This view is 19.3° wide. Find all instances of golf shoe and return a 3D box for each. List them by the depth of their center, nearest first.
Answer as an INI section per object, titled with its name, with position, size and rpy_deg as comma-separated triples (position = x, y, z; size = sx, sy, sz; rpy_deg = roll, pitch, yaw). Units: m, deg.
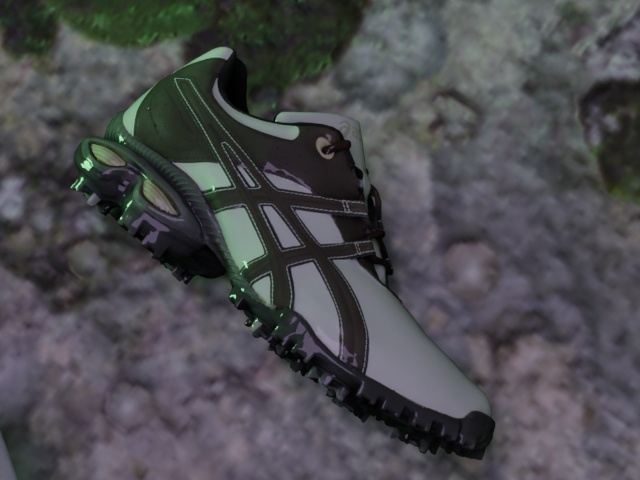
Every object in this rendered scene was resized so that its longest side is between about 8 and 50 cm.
[golf shoe]
position = 0.000, 0.000, 0.714
size = 0.198, 0.077, 0.094
rpy_deg = 39, 84, 15

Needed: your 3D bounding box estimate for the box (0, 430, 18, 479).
[box]
position = -0.163, 0.146, 0.667
size = 0.130, 0.091, 0.170
rpy_deg = -15, 71, -25
